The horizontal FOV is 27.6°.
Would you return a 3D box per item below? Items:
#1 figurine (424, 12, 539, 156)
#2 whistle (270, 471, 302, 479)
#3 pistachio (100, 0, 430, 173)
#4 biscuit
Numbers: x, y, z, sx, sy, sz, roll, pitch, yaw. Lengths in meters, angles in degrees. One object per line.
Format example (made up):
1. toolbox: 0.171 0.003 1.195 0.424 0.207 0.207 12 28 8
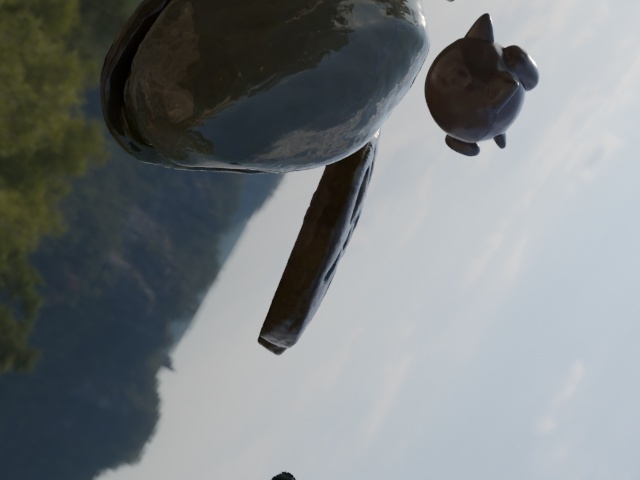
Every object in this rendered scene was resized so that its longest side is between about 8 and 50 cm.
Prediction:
1. figurine: 0.181 -0.173 1.492 0.138 0.125 0.125 -61 -176 44
2. whistle: 0.021 0.436 2.044 0.062 0.312 0.062 -17 -124 27
3. pistachio: -0.037 -0.152 1.051 0.288 0.197 0.166 -23 -171 -31
4. biscuit: 0.001 0.001 1.546 0.367 0.063 0.314 -73 -177 -72
